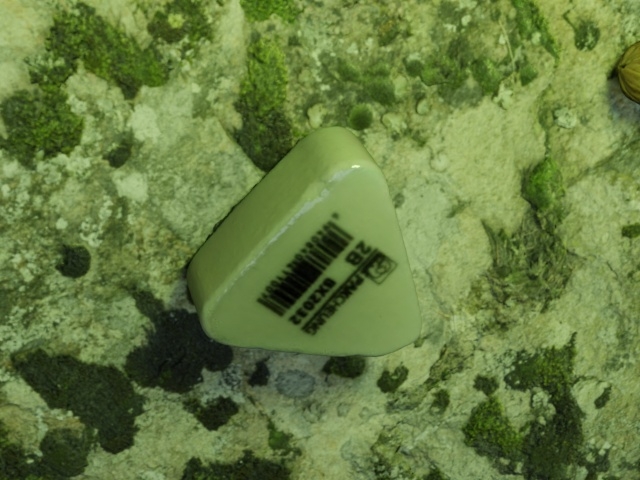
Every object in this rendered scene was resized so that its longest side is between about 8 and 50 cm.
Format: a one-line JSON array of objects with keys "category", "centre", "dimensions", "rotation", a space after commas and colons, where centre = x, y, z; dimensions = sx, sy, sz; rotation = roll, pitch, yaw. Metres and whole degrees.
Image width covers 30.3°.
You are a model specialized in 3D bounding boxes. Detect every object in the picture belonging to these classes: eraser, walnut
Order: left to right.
[{"category": "eraser", "centre": [0.000, 0.000, 1.652], "dimensions": [0.331, 0.150, 0.331], "rotation": [-7, 117, -14]}, {"category": "walnut", "centre": [0.486, -0.241, 1.698], "dimensions": [0.124, 0.105, 0.105], "rotation": [0, 117, -21]}]
